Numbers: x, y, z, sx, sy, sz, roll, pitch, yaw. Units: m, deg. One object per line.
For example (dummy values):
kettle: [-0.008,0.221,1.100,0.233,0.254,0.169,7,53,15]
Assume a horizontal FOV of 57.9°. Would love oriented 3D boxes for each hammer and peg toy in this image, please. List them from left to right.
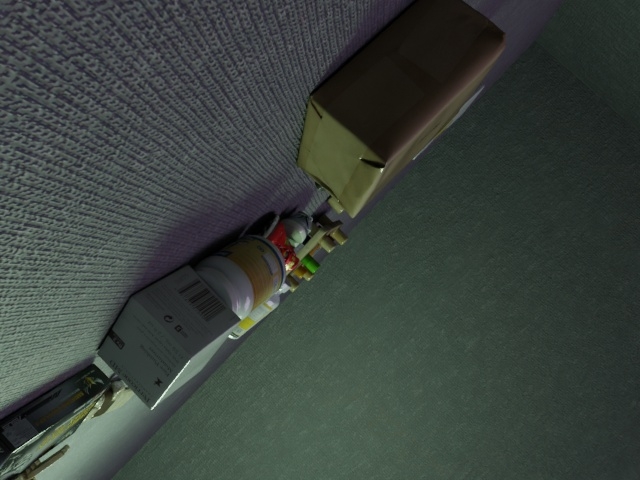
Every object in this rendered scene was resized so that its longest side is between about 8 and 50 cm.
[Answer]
hammer and peg toy: [0.000,0.000,1.930,0.361,0.127,0.266,-47,174,15]

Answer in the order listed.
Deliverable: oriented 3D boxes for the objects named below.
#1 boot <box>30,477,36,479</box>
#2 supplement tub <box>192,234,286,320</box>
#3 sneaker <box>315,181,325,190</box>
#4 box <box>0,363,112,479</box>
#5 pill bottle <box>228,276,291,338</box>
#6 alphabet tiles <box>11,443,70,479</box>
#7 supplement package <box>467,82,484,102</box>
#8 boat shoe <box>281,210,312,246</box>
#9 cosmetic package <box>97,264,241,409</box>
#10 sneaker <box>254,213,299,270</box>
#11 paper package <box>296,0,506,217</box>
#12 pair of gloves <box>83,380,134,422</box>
boot: [-0.664,0.606,1.342,0.077,0.137,0.198,-44,173,-18]
supplement tub: [-0.174,0.083,1.183,0.144,0.144,0.200,-50,173,32]
sneaker: [0.066,-0.204,1.355,0.118,0.083,0.222,-25,-162,44]
box: [-0.507,0.341,1.039,0.183,0.056,0.231,-49,173,26]
pill bottle: [-0.161,0.137,1.347,0.184,0.103,0.103,-39,175,5]
alphabet tiles: [-0.624,0.489,1.116,0.278,0.021,0.284,-33,179,-22]
supplement package: [0.296,-0.357,1.550,0.244,0.134,0.139,-43,173,-25]
boat shoe: [-0.063,-0.040,1.531,0.081,0.079,0.227,-54,-179,-10]
cosmetic package: [-0.277,0.176,1.061,0.183,0.151,0.151,-51,172,32]
sneaker: [-0.100,0.019,1.399,0.107,0.118,0.279,-46,174,-6]
paper package: [0.132,-0.237,1.063,0.325,0.168,0.309,-45,174,-15]
pair of gloves: [-0.455,0.321,1.346,0.240,0.042,0.204,-48,171,6]
